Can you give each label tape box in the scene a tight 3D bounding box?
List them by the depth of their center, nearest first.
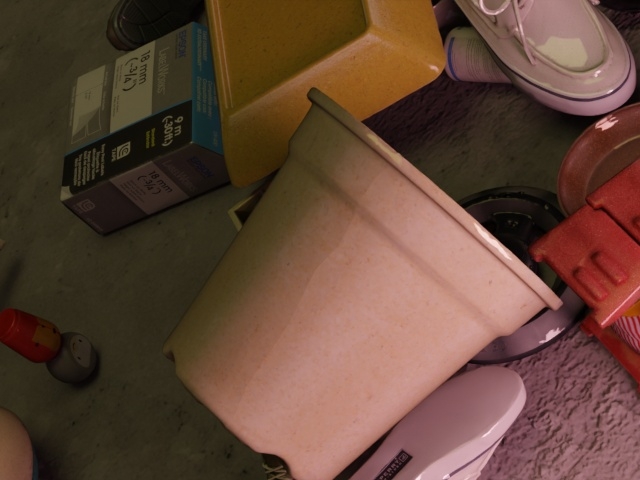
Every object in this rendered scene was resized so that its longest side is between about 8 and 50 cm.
[{"bbox_3d":[-0.199,-0.178,1.975,0.333,0.106,0.241,-22,48,21],"label":"label tape box"}]

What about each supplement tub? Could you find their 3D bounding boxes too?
[{"bbox_3d":[0.212,-0.232,1.748,0.107,0.071,0.071,9,64,40],"label":"supplement tub"}]

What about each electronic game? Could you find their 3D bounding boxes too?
[{"bbox_3d":[0.199,0.036,1.566,0.229,0.048,0.229,-13,53,17],"label":"electronic game"}]

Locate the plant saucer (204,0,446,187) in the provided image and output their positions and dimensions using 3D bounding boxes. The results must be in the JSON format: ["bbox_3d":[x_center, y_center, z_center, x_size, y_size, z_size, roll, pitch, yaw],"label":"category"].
[{"bbox_3d":[-0.024,-0.279,1.799,0.333,0.081,0.333,-28,53,25],"label":"plant saucer"}]

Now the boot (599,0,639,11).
[{"bbox_3d":[0.352,-0.459,1.788,0.367,0.146,0.445,-19,53,25],"label":"boot"}]

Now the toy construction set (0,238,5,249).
[{"bbox_3d":[-0.602,-0.007,2.077,0.308,0.257,0.237,13,52,19],"label":"toy construction set"}]

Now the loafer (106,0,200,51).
[{"bbox_3d":[-0.250,-0.354,2.135,0.084,0.096,0.267,-23,21,41],"label":"loafer"}]

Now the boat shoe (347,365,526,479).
[{"bbox_3d":[0.115,0.242,1.441,0.267,0.088,0.096,-45,41,-14],"label":"boat shoe"}]

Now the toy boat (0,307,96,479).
[{"bbox_3d":[-0.408,0.247,1.790,0.267,0.148,0.318,17,76,47],"label":"toy boat"}]

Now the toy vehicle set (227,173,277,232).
[{"bbox_3d":[0.000,0.000,1.746,0.166,0.035,0.267,-38,44,5],"label":"toy vehicle set"}]

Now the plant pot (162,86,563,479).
[{"bbox_3d":[0.020,0.069,1.421,0.305,0.334,0.334,-49,44,3],"label":"plant pot"}]

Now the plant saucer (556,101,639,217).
[{"bbox_3d":[0.359,-0.070,1.537,0.198,0.036,0.199,-18,46,19],"label":"plant saucer"}]

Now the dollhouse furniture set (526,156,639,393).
[{"bbox_3d":[0.379,0.111,1.285,0.152,0.201,0.374,-41,50,2],"label":"dollhouse furniture set"}]

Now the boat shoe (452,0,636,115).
[{"bbox_3d":[0.231,-0.304,1.632,0.136,0.156,0.367,-33,59,-2],"label":"boat shoe"}]

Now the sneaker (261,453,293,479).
[{"bbox_3d":[-0.041,0.254,1.543,0.064,0.086,0.192,-9,53,31],"label":"sneaker"}]

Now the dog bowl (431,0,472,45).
[{"bbox_3d":[0.098,-0.365,1.910,0.348,0.102,0.349,-19,50,23],"label":"dog bowl"}]
